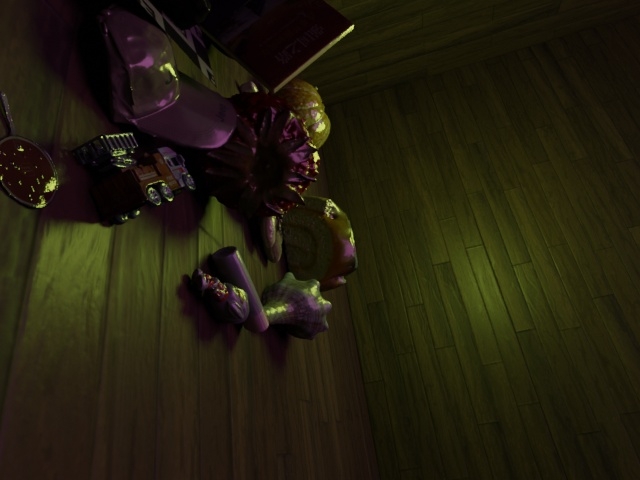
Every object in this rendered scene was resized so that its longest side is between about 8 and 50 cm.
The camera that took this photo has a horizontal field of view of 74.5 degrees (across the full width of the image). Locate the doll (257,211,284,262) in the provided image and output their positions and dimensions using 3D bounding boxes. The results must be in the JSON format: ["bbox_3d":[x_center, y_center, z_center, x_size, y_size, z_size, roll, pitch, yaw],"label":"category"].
[{"bbox_3d":[-0.141,-0.073,1.254,0.175,0.149,0.278,41,-33,43],"label":"doll"}]

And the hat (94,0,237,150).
[{"bbox_3d":[-0.249,-0.286,0.721,0.149,0.244,0.214,126,-37,-48],"label":"hat"}]

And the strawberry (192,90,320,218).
[{"bbox_3d":[-0.154,-0.209,0.995,0.343,0.292,0.292,-118,-171,-63],"label":"strawberry"}]

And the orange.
[{"bbox_3d":[-0.097,-0.512,1.761,0.329,0.249,0.329,-21,90,-85],"label":"orange"}]

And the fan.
[{"bbox_3d":[-0.338,-0.101,0.476,0.085,0.005,0.133,-58,135,-76],"label":"fan"}]

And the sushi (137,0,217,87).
[{"bbox_3d":[-0.272,-0.509,0.766,0.296,0.100,0.373,43,21,-50],"label":"sushi"}]

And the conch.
[{"bbox_3d":[-0.063,0.185,1.232,0.203,0.169,0.386,53,-2,22],"label":"conch"}]

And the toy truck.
[{"bbox_3d":[-0.275,-0.103,0.646,0.115,0.080,0.178,65,13,-12],"label":"toy truck"}]

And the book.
[{"bbox_3d":[-0.143,-0.544,1.011,0.374,0.262,0.028,44,-13,14],"label":"book"}]

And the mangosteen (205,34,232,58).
[{"bbox_3d":[-0.208,-0.660,1.216,0.293,0.297,0.297,104,-22,-68],"label":"mangosteen"}]

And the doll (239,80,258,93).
[{"bbox_3d":[-0.229,-0.492,1.503,0.160,0.059,0.161,24,44,-80],"label":"doll"}]

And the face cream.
[{"bbox_3d":[-0.177,0.111,0.932,0.084,0.057,0.198,10,-55,51],"label":"face cream"}]

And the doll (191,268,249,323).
[{"bbox_3d":[-0.193,0.116,0.841,0.094,0.079,0.180,36,-15,40],"label":"doll"}]

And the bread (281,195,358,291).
[{"bbox_3d":[0.003,-0.009,1.601,0.239,0.264,0.395,41,37,-67],"label":"bread"}]
